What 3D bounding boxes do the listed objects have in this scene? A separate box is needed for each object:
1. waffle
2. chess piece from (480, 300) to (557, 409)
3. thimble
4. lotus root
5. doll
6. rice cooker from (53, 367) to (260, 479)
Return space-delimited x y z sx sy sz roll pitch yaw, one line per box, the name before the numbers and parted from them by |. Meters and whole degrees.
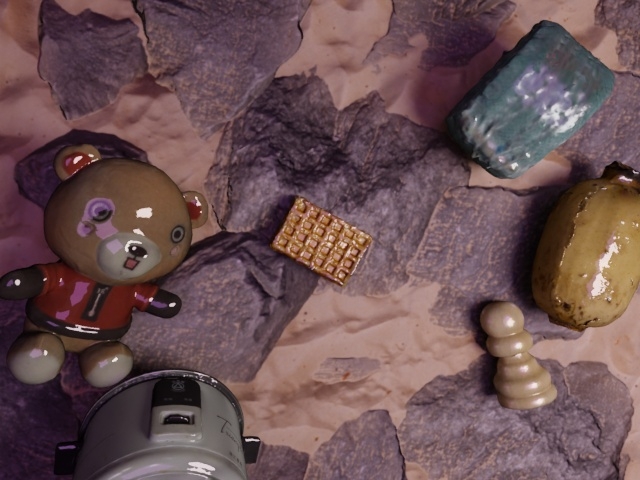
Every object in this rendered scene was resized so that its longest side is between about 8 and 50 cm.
waffle | 0.000 0.000 0.692 0.147 0.042 0.103 29 86 -5
chess piece | 0.326 0.186 0.708 0.094 0.094 0.171 -15 84 -5
thimble | 0.309 -0.210 0.642 0.143 0.198 0.235 41 81 -2
lotus root | 0.449 0.008 0.686 0.160 0.146 0.285 17 96 -25
doll | -0.311 0.041 0.610 0.234 0.174 0.330 24 90 -35
rice cooker | -0.220 0.320 0.584 0.280 0.227 0.242 6 106 -19
